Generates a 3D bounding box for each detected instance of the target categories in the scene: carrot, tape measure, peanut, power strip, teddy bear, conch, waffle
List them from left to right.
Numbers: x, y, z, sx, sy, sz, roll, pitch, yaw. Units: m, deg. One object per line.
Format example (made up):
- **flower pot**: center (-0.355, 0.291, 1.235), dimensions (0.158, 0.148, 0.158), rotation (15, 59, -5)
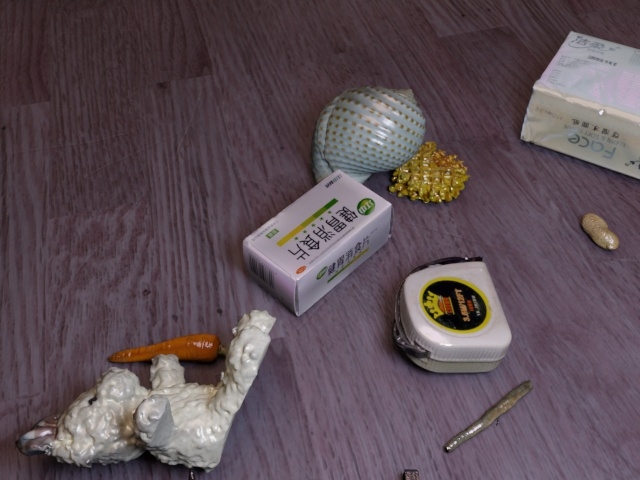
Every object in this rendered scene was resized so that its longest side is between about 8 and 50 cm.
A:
- **teddy bear**: center (-0.317, 0.262, 1.218), dimensions (0.362, 0.375, 0.327), rotation (21, 8, -3)
- **carrot**: center (-0.323, 0.229, 1.407), dimensions (0.257, 0.061, 0.061), rotation (-3, 49, 2)
- **conch**: center (0.096, -0.279, 1.703), dimensions (0.319, 0.215, 0.303), rotation (-31, 32, -6)
- **power strip**: center (0.167, 0.470, 1.201), dimensions (0.029, 0.038, 0.111), rotation (0, 50, 0)
- **waffle**: center (0.283, -0.178, 1.738), dimensions (0.193, 0.070, 0.197), rotation (24, 54, 21)
- **tape measure**: center (0.258, 0.149, 1.422), dimensions (0.231, 0.133, 0.271), rotation (2, 47, -8)
- **peanut**: center (0.673, -0.020, 1.610), dimensions (0.054, 0.054, 0.113), rotation (-18, 54, -14)

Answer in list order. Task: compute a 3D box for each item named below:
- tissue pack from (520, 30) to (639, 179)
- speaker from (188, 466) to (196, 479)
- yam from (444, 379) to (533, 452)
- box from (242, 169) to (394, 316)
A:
- **tissue pack**: center (0.794, -0.361, 1.799), dimensions (0.405, 0.205, 0.332), rotation (24, 53, 21)
- **speaker**: center (-0.118, 0.559, 1.043), dimensions (0.388, 0.180, 0.184), rotation (28, 50, 23)
- **yam**: center (0.335, 0.347, 1.314), dimensions (0.234, 0.029, 0.027), rotation (-31, 28, -21)
- **box**: center (0.001, -0.002, 1.543), dimensions (0.173, 0.145, 0.333), rotation (37, 59, 26)
